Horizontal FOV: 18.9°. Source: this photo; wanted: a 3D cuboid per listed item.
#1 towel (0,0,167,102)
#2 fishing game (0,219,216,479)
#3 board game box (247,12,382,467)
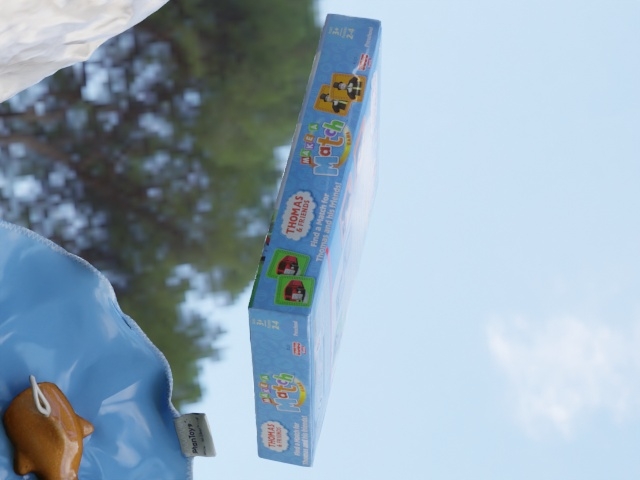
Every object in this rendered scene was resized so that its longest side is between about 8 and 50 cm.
[{"bbox_3d":[-0.124,-0.033,0.292,0.282,0.187,0.049,-27,-101,36],"label":"towel"},{"bbox_3d":[-0.121,0.080,0.616,0.041,0.189,0.264,-19,-90,63],"label":"fishing game"},{"bbox_3d":[0.000,0.000,1.115,0.160,0.039,0.211,89,13,-54],"label":"board game box"}]
